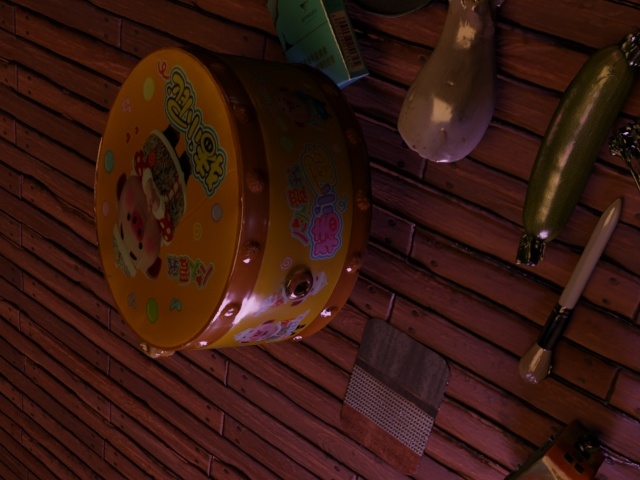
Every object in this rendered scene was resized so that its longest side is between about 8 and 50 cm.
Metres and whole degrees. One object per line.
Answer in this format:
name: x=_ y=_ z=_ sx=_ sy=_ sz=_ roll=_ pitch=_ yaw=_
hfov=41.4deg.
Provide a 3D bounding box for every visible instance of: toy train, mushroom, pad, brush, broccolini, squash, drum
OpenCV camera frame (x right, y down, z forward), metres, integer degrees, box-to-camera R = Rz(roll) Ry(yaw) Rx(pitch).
toy train: x=0.311 y=0.328 z=1.171 sx=0.072 sy=0.099 sz=0.188 roll=47 pitch=132 yaw=17
mushroom: x=0.177 y=-0.213 z=1.072 sx=0.116 sy=0.093 sz=0.225 roll=21 pitch=115 yaw=5
pad: x=0.040 y=0.227 z=1.391 sx=0.323 sy=0.055 sz=0.250 roll=20 pitch=121 yaw=13
brush: x=0.328 y=0.074 z=1.102 sx=0.042 sy=0.039 sz=0.299 roll=-109 pitch=32 yaw=-53
broccolini: x=0.435 y=-0.036 z=0.947 sx=0.271 sy=0.062 sz=0.123 roll=61 pitch=148 yaw=11
squash: x=0.302 y=-0.114 z=1.016 sx=0.071 sy=0.080 sz=0.318 roll=25 pitch=120 yaw=12
drum: x=-0.135 y=-0.054 z=1.188 sx=0.431 sy=0.214 sz=0.431 roll=0 pitch=90 yaw=52

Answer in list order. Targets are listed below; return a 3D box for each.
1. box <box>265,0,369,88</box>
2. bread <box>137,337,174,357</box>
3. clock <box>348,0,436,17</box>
box: x=-0.017 y=-0.320 z=1.198 sx=0.162 sy=0.041 sz=0.229 roll=-11 pitch=100 yaw=66
bread: x=-0.320 y=0.059 z=1.618 sx=0.084 sy=0.077 sz=0.367 roll=16 pitch=116 yaw=37
clock: x=0.096 y=-0.407 z=1.101 sx=0.226 sy=0.049 sz=0.226 roll=15 pitch=115 yaw=36
